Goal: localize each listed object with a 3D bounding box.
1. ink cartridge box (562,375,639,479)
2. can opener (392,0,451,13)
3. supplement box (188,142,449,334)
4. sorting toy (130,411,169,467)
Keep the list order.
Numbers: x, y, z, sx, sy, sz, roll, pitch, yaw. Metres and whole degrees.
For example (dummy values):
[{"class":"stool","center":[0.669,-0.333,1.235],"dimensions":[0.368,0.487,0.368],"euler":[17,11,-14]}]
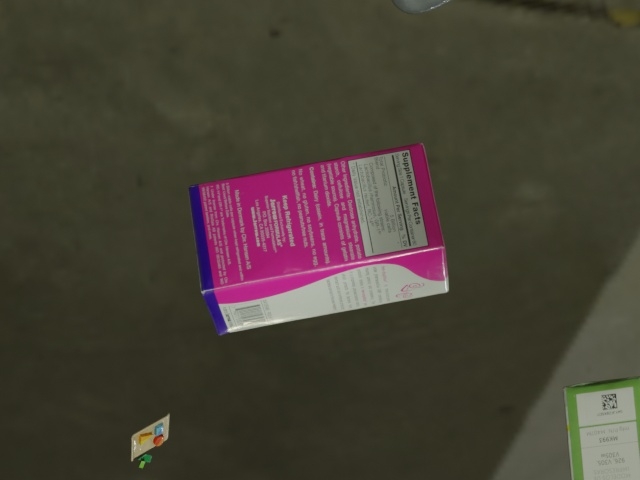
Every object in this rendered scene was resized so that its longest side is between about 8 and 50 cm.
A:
[{"class":"ink cartridge box","center":[0.220,0.207,1.339],"dimensions":[0.062,0.209,0.109],"euler":[-11,161,22]},{"class":"can opener","center":[0.102,-0.247,1.152],"dimensions":[0.076,0.283,0.095],"euler":[0,133,47]},{"class":"supplement box","center":[0.000,0.000,1.763],"dimensions":[0.220,0.114,0.111],"euler":[-9,156,1]},{"class":"sorting toy","center":[-0.212,0.254,2.420],"dimensions":[0.062,0.012,0.083],"euler":[-33,153,-27]}]
